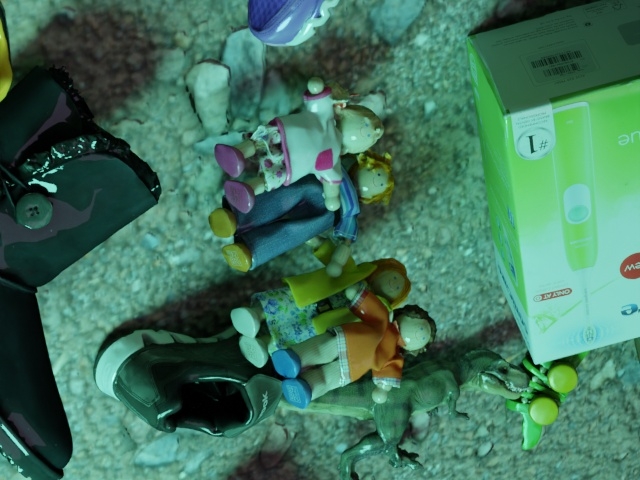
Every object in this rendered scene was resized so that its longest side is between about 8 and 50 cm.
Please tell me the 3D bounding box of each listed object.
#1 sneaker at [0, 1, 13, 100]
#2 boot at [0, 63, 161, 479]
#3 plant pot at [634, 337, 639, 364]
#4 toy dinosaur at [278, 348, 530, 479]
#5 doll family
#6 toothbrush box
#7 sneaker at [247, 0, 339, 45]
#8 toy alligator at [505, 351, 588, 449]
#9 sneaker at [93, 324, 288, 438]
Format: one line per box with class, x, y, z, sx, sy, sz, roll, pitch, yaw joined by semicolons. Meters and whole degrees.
sneaker;-0.249;-0.174;1.195;0.084;0.083;0.215;-34;134;-10
boot;-0.191;0.025;1.322;0.207;0.094;0.246;-37;101;-7
plant pot;0.458;0.077;1.780;0.280;0.323;0.323;-13;129;-9
toy dinosaur;0.060;0.162;1.691;0.268;0.064;0.118;-7;118;-31
doll family;0.000;0.000;1.491;0.163;0.118;0.263;-21;103;-29
toothbrush box;0.249;-0.055;1.587;0.206;0.122;0.283;-14;132;-3
sneaker;-0.029;-0.251;1.304;0.104;0.095;0.236;-1;115;-31
toy alligator;0.222;0.111;1.781;0.051;0.056;0.190;27;107;-3
sneaker;-0.060;0.114;1.528;0.234;0.106;0.078;-7;125;-33
